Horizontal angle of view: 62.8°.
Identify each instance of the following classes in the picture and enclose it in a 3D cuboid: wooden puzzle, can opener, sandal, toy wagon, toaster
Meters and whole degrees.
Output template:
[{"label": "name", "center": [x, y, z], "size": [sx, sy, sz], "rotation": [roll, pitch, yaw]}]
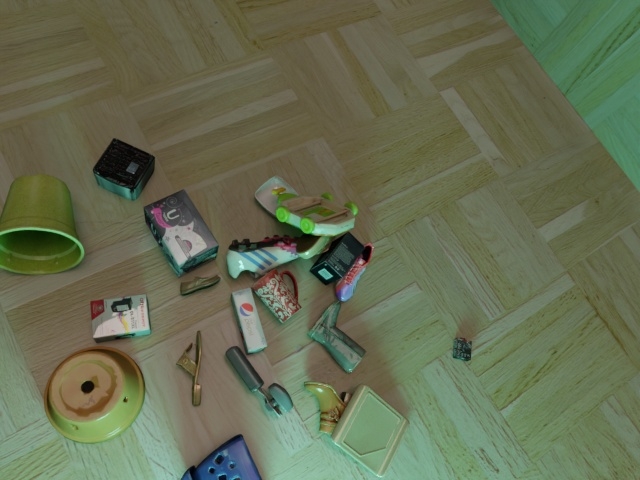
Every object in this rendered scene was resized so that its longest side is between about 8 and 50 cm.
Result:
[{"label": "wooden puzzle", "center": [0.169, 0.643, 1.780], "size": [0.238, 0.044, 0.221], "rotation": [41, 63, -12]}, {"label": "can opener", "center": [-0.200, 0.460, 1.751], "size": [0.095, 0.076, 0.283], "rotation": [-37, 81, -5]}, {"label": "sandal", "center": [-0.432, 0.414, 1.707], "size": [0.079, 0.088, 0.240], "rotation": [2, 72, -21]}, {"label": "toy wagon", "center": [-0.040, -0.113, 1.923], "size": [0.344, 0.068, 0.267], "rotation": [24, 30, 34]}, {"label": "toaster", "center": [-0.709, -0.250, 1.894], "size": [0.168, 0.110, 0.186], "rotation": [23, 64, -4]}]

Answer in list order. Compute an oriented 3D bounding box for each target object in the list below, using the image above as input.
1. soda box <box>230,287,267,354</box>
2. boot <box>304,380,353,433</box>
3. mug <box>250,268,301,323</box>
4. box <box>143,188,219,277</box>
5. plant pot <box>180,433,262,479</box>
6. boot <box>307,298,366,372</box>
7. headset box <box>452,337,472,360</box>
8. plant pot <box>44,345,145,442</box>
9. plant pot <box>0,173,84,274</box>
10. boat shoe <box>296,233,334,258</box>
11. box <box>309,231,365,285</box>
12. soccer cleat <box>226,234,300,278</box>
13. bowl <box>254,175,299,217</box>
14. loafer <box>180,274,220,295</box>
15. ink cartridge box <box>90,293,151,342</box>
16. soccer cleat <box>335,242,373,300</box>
[{"label": "soda box", "center": [-0.251, 0.280, 1.819], "size": [0.069, 0.074, 0.216], "rotation": [-12, 71, -20]}, {"label": "boot", "center": [0.017, 0.570, 1.775], "size": [0.197, 0.073, 0.153], "rotation": [22, 68, -3]}, {"label": "mug", "center": [-0.138, 0.190, 1.864], "size": [0.150, 0.113, 0.169], "rotation": [-37, 85, -7]}, {"label": "box", "center": [-0.492, -0.026, 1.842], "size": [0.163, 0.142, 0.247], "rotation": [-29, 78, -24]}, {"label": "plant pot", "center": [-0.280, 0.731, 1.544], "size": [0.212, 0.236, 0.236], "rotation": [-24, 76, -16]}, {"label": "boot", "center": [0.082, 0.340, 1.885], "size": [0.208, 0.076, 0.190], "rotation": [36, 78, 9]}, {"label": "headset box", "center": [0.543, 0.413, 2.004], "size": [0.062, 0.032, 0.083], "rotation": [14, 64, -10]}, {"label": "plant pot", "center": [-0.678, 0.446, 1.562], "size": [0.290, 0.203, 0.291], "rotation": [6, 66, -13]}, {"label": "plant pot", "center": [-0.914, -0.066, 1.698], "size": [0.275, 0.276, 0.254], "rotation": [-3, 58, -17]}, {"label": "boat shoe", "center": [0.000, 0.000, 1.929], "size": [0.098, 0.109, 0.302], "rotation": [67, 25, -18]}, {"label": "box", "center": [0.061, 0.069, 1.940], "size": [0.093, 0.156, 0.158], "rotation": [42, 63, -7]}, {"label": "soccer cleat", "center": [-0.192, 0.063, 1.920], "size": [0.331, 0.116, 0.143], "rotation": [-4, 111, -32]}, {"label": "bowl", "center": [-0.172, -0.163, 2.037], "size": [0.142, 0.053, 0.142], "rotation": [43, 63, 5]}, {"label": "loafer", "center": [-0.424, 0.147, 1.837], "size": [0.148, 0.056, 0.050], "rotation": [-20, 81, -22]}, {"label": "ink cartridge box", "center": [-0.653, 0.253, 1.721], "size": [0.175, 0.072, 0.128], "rotation": [-7, 70, -17]}, {"label": "soccer cleat", "center": [0.129, 0.114, 1.980], "size": [0.083, 0.095, 0.248], "rotation": [32, 63, -1]}]
